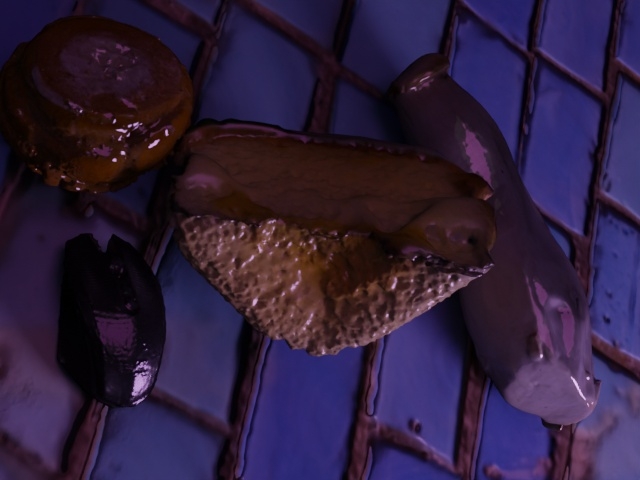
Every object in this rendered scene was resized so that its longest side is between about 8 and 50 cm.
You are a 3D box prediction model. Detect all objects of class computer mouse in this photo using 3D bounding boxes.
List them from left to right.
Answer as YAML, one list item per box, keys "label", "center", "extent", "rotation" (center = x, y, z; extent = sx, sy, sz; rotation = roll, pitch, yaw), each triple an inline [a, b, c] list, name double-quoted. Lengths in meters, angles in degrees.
- label: "computer mouse"
  center: [-0.144, 0.051, 1.009]
  extent: [0.079, 0.047, 0.135]
  rotation: [7, 61, -38]

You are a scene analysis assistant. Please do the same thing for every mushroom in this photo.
- label: "mushroom"
  center: [0.150, -0.005, 1.249]
  extent: [0.109, 0.097, 0.351]
  rotation: [-4, 67, -43]

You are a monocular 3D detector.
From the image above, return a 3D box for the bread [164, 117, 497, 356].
- label: "bread"
  center: [0.005, 0.007, 1.091]
  extent: [0.251, 0.133, 0.174]
  rotation: [7, 29, -6]

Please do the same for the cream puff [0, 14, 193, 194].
- label: "cream puff"
  center: [-0.165, -0.094, 1.028]
  extent: [0.144, 0.103, 0.126]
  rotation: [-8, 57, -37]
